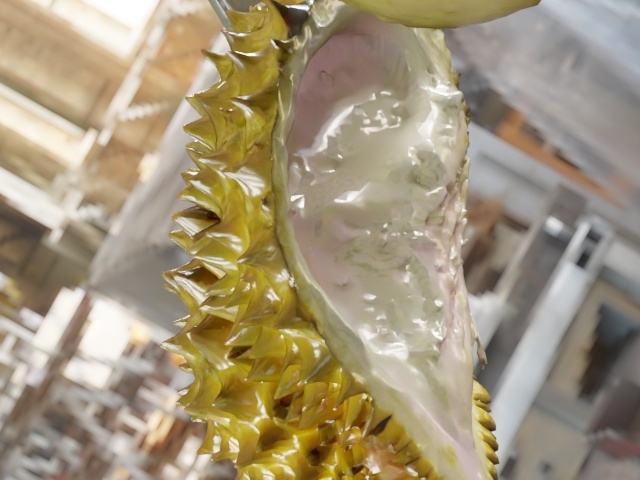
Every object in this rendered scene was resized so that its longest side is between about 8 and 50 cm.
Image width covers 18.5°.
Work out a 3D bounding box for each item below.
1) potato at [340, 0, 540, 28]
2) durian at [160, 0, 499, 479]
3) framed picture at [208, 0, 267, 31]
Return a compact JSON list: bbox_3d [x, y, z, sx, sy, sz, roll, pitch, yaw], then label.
[{"bbox_3d":[0.025,-0.192,0.660,0.285,0.242,0.242,29,90,48],"label":"potato"},{"bbox_3d":[-0.004,0.004,0.818,0.138,0.183,0.250,-17,64,45],"label":"durian"},{"bbox_3d":[-0.019,-0.253,1.156,0.022,0.247,0.335,-42,19,-31],"label":"framed picture"}]
